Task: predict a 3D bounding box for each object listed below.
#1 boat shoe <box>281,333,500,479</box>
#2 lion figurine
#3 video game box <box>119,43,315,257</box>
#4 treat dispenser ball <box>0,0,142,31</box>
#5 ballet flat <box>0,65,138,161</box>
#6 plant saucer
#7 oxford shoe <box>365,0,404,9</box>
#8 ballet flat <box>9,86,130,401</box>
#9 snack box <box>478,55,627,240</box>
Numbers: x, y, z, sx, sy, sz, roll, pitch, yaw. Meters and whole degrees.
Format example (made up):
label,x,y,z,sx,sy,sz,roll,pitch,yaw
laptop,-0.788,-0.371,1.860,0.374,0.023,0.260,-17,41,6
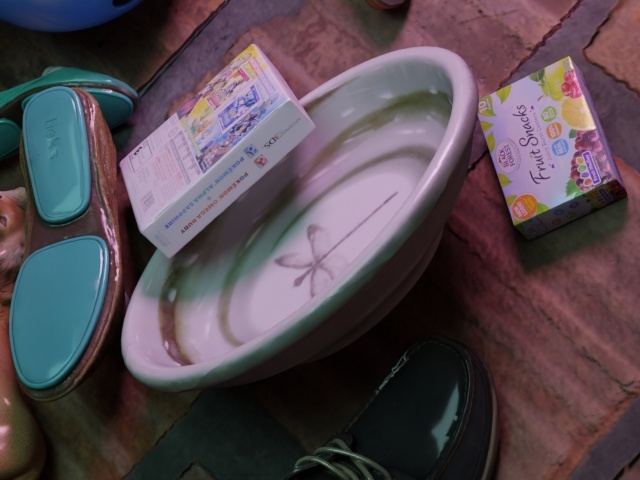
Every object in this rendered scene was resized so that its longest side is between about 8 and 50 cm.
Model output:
label,x,y,z,sx,sy,sz,roll,pitch,yaw
boat shoe,0.034,0.234,1.528,0.132,0.130,0.355,19,76,35
lion figurine,-0.347,0.141,1.800,0.240,0.142,0.392,-13,71,-13
video game box,-0.104,-0.091,1.771,0.187,0.048,0.205,-43,23,6
treat dispenser ball,-0.278,-0.361,1.911,0.288,0.288,0.288,-13,60,24
ballet flat,-0.305,-0.142,1.949,0.247,0.083,0.087,-18,44,19
plant saucer,0.000,0.000,1.632,0.400,0.100,0.400,-36,25,19
oxford shoe,0.035,-0.306,1.856,0.076,0.076,0.212,-47,48,40
ballet flat,-0.236,0.013,1.799,0.116,0.124,0.342,-16,60,14
snack box,0.205,-0.083,1.652,0.100,0.037,0.141,-27,56,17
